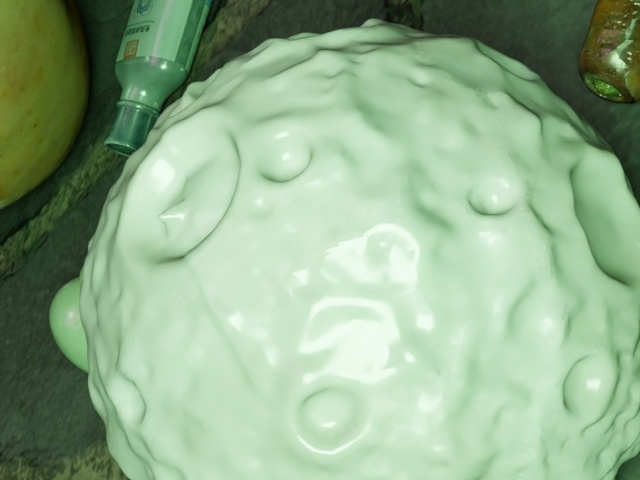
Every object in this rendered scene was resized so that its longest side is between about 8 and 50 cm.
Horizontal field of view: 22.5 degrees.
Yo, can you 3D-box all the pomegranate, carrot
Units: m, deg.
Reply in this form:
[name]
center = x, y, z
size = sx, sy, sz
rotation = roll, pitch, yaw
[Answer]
[pomegranate]
center = -0.385, -0.206, 1.525
size = 0.411, 0.411, 0.411
rotation = -29, 48, 39
[carrot]
center = 0.210, -0.165, 1.023
size = 0.055, 0.055, 0.161
rotation = 8, 73, 53

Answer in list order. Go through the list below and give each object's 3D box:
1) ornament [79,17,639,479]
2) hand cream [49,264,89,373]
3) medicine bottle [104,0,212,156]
[ornament]
center = 0.021, 0.038, 0.916
size = 0.337, 0.337, 0.337
rotation = -29, 48, 39
[hand cream]
center = -0.099, -0.011, 1.283
size = 0.306, 0.093, 0.147
rotation = -44, 32, 23
[medicine bottle]
center = -0.149, -0.179, 1.478
size = 0.090, 0.054, 0.208
rotation = 1, 70, 51
